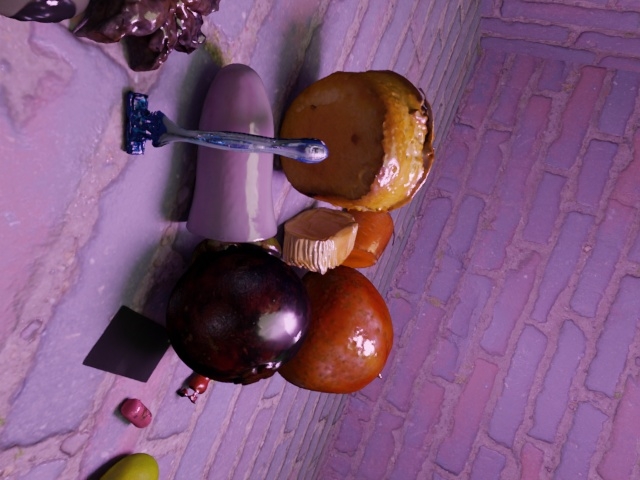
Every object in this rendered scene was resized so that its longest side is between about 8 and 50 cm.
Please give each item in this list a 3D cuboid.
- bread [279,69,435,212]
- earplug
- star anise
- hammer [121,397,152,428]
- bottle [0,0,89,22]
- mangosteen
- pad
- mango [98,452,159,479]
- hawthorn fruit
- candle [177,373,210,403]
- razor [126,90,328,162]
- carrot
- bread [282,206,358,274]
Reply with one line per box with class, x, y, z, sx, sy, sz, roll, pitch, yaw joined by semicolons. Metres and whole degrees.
bread;0.075;-0.222;0.988;0.204;0.359;0.335;-21;113;-51
earplug;-0.153;-0.163;0.772;0.172;0.173;0.300;-27;128;-60
star anise;-0.207;-0.343;0.549;0.223;0.109;0.235;15;97;-64
hammer;-0.370;0.348;0.852;0.043;0.043;0.083;-54;152;-34
bottle;-0.259;-0.363;0.323;0.168;0.169;0.346;-39;146;-53
mangosteen;-0.162;0.134;0.859;0.311;0.312;0.310;-50;151;-41
pad;-0.354;0.204;0.808;0.116;0.004;0.193;-62;157;-19
mango;-0.414;0.562;0.809;0.175;0.143;0.293;83;25;-52
hawthorn fruit;0.045;0.292;1.285;0.402;0.404;0.402;-50;151;-41
candle;-0.236;0.268;1.086;0.329;0.048;0.051;-54;145;-36
razor;-0.133;-0.158;0.673;0.325;0.056;0.093;4;113;-21
carrot;0.176;-0.038;1.587;0.193;0.215;0.330;72;40;-59
bread;0.000;0.000;1.240;0.250;0.179;0.133;-38;146;-52
